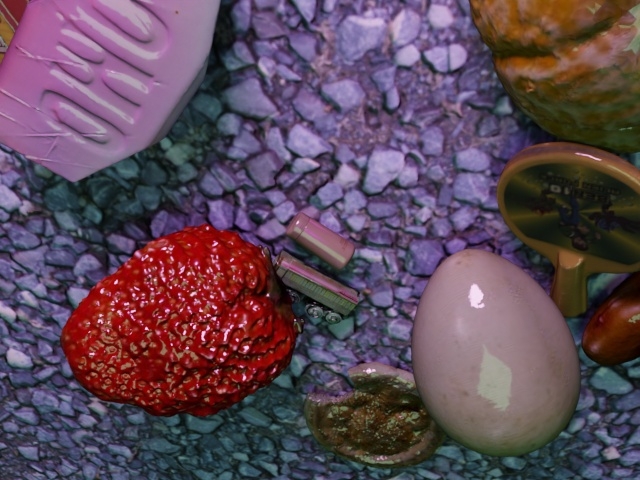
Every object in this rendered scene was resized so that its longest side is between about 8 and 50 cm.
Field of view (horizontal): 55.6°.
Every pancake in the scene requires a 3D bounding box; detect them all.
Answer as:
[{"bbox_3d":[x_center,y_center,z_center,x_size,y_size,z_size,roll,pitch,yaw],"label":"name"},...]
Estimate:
[{"bbox_3d":[0.099,0.308,1.039,0.254,0.037,0.253,3,121,5],"label":"pancake"}]

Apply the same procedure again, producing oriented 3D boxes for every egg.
[{"bbox_3d":[0.229,0.149,0.820,0.219,0.218,0.295,-13,111,15],"label":"egg"}]

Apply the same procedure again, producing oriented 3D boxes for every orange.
[{"bbox_3d":[0.290,-0.239,0.584,0.271,0.210,0.368,-21,114,21],"label":"orange"}]

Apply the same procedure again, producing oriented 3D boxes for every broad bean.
[{"bbox_3d":[0.437,0.115,0.852,0.114,0.084,0.165,9,128,-4],"label":"broad bean"}]

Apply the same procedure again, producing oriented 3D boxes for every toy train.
[{"bbox_3d":[-0.014,0.074,0.908,0.148,0.038,0.071,28,120,-11],"label":"toy train"}]

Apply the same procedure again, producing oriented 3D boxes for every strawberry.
[{"bbox_3d":[-0.179,0.120,0.831,0.261,0.258,0.260,10,113,25],"label":"strawberry"}]

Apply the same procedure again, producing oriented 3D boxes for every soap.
[{"bbox_3d":[-0.236,-0.215,0.702,0.193,0.109,0.324,31,123,-23],"label":"soap"}]

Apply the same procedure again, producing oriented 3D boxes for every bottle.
[{"bbox_3d":[0.000,0.000,0.857,0.096,0.045,0.045,34,119,-12],"label":"bottle"}]

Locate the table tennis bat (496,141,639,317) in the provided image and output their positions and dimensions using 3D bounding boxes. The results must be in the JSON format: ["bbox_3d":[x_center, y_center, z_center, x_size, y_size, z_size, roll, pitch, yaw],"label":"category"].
[{"bbox_3d":[0.318,0.000,0.756,0.199,0.050,0.320,21,151,30],"label":"table tennis bat"}]

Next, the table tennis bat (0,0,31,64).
[{"bbox_3d":[-0.417,-0.300,0.733,0.310,0.038,0.200,-19,119,21],"label":"table tennis bat"}]
